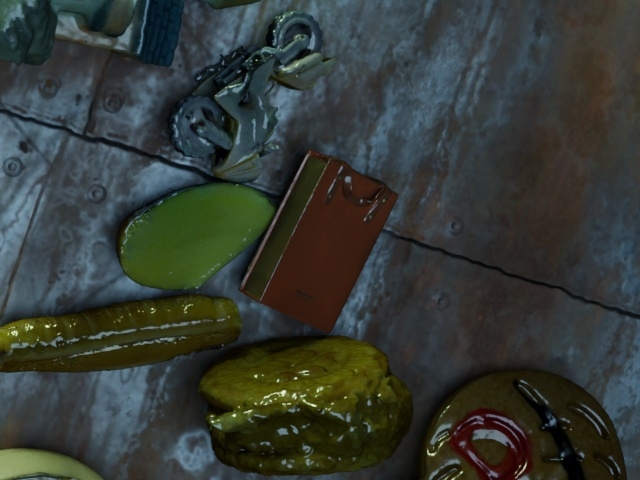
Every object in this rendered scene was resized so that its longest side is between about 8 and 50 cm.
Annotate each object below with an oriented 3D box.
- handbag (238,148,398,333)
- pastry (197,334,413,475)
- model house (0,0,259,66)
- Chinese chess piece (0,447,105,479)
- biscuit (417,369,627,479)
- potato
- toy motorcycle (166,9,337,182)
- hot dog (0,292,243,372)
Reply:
[{"bbox_3d":[0.000,0.000,2.000,0.127,0.062,0.190,27,89,-42],"label":"handbag"},{"bbox_3d":[-0.014,0.199,1.955,0.240,0.235,0.132,-9,107,-6],"label":"pastry"},{"bbox_3d":[-0.192,-0.300,1.833,0.324,0.194,0.267,10,96,-23],"label":"model house"},{"bbox_3d":[-0.339,0.369,1.939,0.270,0.112,0.270,-4,102,-19],"label":"Chinese chess piece"},{"bbox_3d":[0.232,0.340,2.090,0.314,0.063,0.368,2,78,-17],"label":"biscuit"},{"bbox_3d":[-0.147,-0.013,1.968,0.198,0.054,0.119,-28,115,-17],"label":"potato"},{"bbox_3d":[-0.072,-0.156,1.954,0.229,0.094,0.130,-43,115,-21],"label":"toy motorcycle"},{"bbox_3d":[-0.231,0.104,1.949,0.288,0.068,0.083,-5,143,-17],"label":"hot dog"}]
